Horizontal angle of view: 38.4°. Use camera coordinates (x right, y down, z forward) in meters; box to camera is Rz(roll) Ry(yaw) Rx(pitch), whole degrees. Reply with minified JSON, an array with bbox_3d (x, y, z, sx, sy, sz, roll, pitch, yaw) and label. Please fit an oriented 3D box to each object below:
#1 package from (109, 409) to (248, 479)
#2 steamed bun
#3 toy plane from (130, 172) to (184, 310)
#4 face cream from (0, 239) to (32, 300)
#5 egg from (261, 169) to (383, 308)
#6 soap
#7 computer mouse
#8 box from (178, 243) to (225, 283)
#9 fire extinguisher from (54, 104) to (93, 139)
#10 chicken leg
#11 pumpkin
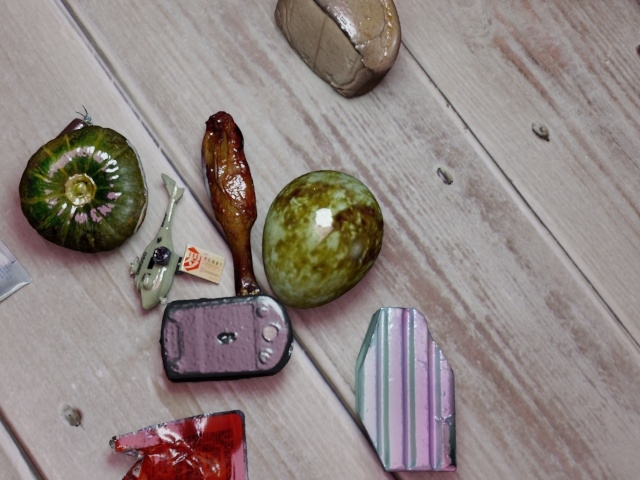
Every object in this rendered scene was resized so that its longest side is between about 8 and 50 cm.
[{"bbox_3d":[-0.275,0.439,1.801,0.270,0.071,0.193,-1,91,-8],"label":"package"},{"bbox_3d":[0.061,-0.473,1.956,0.199,0.251,0.301,-38,85,-22],"label":"steamed bun"},{"bbox_3d":[-0.328,0.005,1.894,0.108,0.092,0.286,9,77,24],"label":"toy plane"},{"bbox_3d":[-0.710,0.102,1.861,0.224,0.070,0.114,-37,82,-23],"label":"face cream"},{"bbox_3d":[0.000,0.000,1.831,0.238,0.238,0.289,21,79,1],"label":"egg"},{"bbox_3d":[0.166,0.299,1.839,0.193,0.109,0.323,1,78,-4],"label":"soap"},{"bbox_3d":[-0.186,0.196,1.844,0.270,0.100,0.170,-3,78,3],"label":"computer mouse"},{"bbox_3d":[-0.243,0.049,1.894,0.093,0.015,0.058,23,72,-34],"label":"box"},{"bbox_3d":[-0.537,-0.210,1.946,0.158,0.043,0.064,-48,114,-12],"label":"fire extinguisher"},{"bbox_3d":[-0.183,-0.074,1.883,0.096,0.158,0.406,-10,81,-12],"label":"chicken leg"},{"bbox_3d":[-0.477,-0.103,1.859,0.261,0.189,0.260,-1,97,-12],"label":"pumpkin"}]
